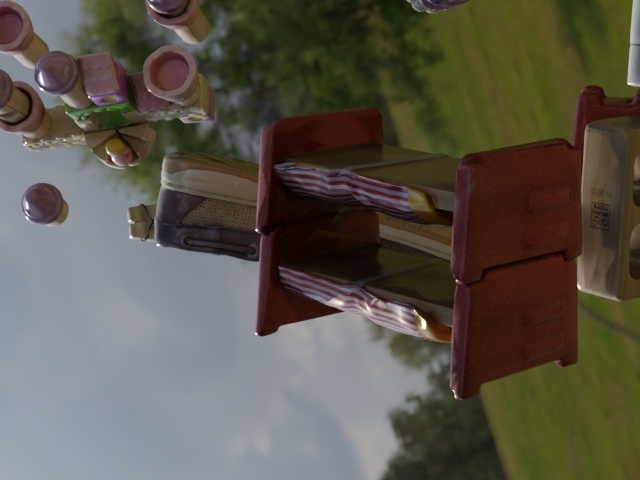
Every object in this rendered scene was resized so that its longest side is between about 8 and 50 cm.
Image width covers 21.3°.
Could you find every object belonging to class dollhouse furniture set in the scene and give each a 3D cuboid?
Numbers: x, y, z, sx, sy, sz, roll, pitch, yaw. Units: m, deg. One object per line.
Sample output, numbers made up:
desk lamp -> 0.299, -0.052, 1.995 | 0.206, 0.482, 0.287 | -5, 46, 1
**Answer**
dollhouse furniture set -> 0.157, -0.017, 1.210 | 0.201, 0.374, 0.152 | 15, 109, 47

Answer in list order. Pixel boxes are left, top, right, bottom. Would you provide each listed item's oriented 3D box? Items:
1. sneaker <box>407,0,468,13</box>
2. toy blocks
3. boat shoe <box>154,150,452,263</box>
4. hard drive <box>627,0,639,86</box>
sneaker -> 0.094, -0.196, 1.196 | 0.170, 0.071, 0.068 | 14, -89, -72
toy blocks -> -0.274, -0.166, 2.058 | 0.260, 0.288, 0.309 | 50, -147, -75
boat shoe -> 0.000, 0.000, 1.411 | 0.103, 0.285, 0.092 | -92, 18, -77
hard drive -> 0.358, -0.288, 1.297 | 0.047, 0.233, 0.353 | -5, -79, -53
